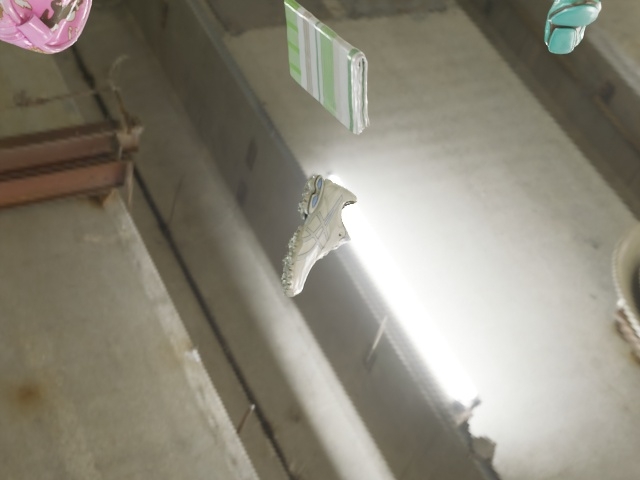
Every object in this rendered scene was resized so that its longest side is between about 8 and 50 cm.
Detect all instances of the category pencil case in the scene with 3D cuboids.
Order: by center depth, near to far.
[{"bbox_3d":[-0.480,-0.345,1.336,0.386,0.167,0.160,12,-165,25],"label":"pencil case"}]

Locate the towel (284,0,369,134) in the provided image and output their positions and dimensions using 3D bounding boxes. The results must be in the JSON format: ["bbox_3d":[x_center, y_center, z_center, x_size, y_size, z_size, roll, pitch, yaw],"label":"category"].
[{"bbox_3d":[0.007,-0.205,1.195,0.023,0.113,0.152,-24,-132,-22],"label":"towel"}]

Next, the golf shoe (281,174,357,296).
[{"bbox_3d":[0.000,0.000,1.429,0.086,0.069,0.176,18,-98,-8],"label":"golf shoe"}]

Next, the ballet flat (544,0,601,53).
[{"bbox_3d":[0.446,-0.415,1.847,0.083,0.247,0.087,3,-98,4],"label":"ballet flat"}]
